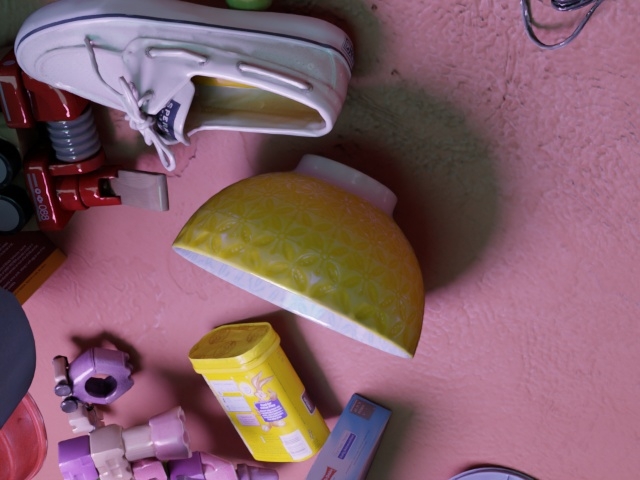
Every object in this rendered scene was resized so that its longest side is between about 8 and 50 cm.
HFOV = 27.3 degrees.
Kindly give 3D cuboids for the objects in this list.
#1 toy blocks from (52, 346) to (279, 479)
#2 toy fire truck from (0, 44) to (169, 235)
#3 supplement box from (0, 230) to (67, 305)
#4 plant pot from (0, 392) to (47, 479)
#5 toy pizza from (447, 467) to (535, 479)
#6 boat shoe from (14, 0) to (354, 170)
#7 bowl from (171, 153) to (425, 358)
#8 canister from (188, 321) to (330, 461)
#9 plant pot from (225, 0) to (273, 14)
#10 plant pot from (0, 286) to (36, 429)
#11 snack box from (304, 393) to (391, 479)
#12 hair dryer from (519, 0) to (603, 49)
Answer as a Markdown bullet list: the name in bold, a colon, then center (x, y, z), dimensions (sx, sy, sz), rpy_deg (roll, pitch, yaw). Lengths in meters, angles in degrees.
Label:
- **toy blocks**: center (-0.182, 0.312, 1.711), dimensions (0.260, 0.309, 0.288), rpy_deg (-14, 130, -3)
- **toy fire truck**: center (-0.283, -0.111, 1.521), dimensions (0.246, 0.158, 0.217), rpy_deg (-2, 119, 11)
- **supplement box**: center (-0.462, 0.028, 1.643), dimensions (0.129, 0.191, 0.194), rpy_deg (-36, 102, 34)
- **plant pot**: center (-0.565, 0.318, 1.822), dimensions (0.272, 0.265, 0.272), rpy_deg (11, 123, 17)
- **toy pizza**: center (0.210, 0.379, 1.612), dimensions (0.201, 0.032, 0.201), rpy_deg (-1, 83, 6)
- **boat shoe**: center (-0.155, -0.152, 1.379), dimensions (0.367, 0.156, 0.136), rpy_deg (6, 150, 6)
- **bowl**: center (0.000, 0.000, 1.429), dimensions (0.290, 0.289, 0.156), rpy_deg (23, 83, 9)
- **canister**: center (-0.074, 0.191, 1.640), dimensions (0.126, 0.073, 0.170), rpy_deg (-7, 120, 44)
- **plant pot**: center (-0.079, -0.279, 1.365), dimensions (0.083, 0.083, 0.079), rpy_deg (7, 133, 20)
- **plant pot**: center (-0.497, 0.180, 1.424), dimensions (0.341, 0.334, 0.341), rpy_deg (10, 121, 17)
- **snack box**: center (-0.006, 0.369, 1.658), dimensions (0.060, 0.187, 0.322), rpy_deg (24, 126, 9)
- **hair dryer**: center (0.306, -0.273, 1.194), dimensions (0.224, 0.080, 0.293), rpy_deg (22, 126, 11)
